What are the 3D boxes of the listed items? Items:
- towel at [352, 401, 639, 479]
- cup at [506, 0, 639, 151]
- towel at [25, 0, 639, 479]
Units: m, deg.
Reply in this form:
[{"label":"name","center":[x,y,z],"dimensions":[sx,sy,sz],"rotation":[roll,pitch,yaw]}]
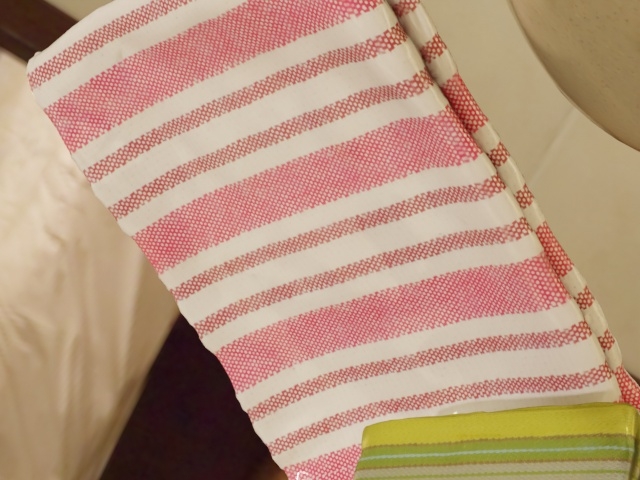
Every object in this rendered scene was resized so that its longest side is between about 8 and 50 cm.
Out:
[{"label":"towel","center":[0.029,0.157,0.337],"dimensions":[0.102,0.021,0.237],"rotation":[-12,55,43]},{"label":"cup","center":[0.205,-0.213,0.621],"dimensions":[0.331,0.237,0.331],"rotation":[-6,78,28]},{"label":"towel","center":[0.000,0.000,0.413],"dimensions":[0.144,0.197,0.029],"rotation":[-21,18,39]}]
